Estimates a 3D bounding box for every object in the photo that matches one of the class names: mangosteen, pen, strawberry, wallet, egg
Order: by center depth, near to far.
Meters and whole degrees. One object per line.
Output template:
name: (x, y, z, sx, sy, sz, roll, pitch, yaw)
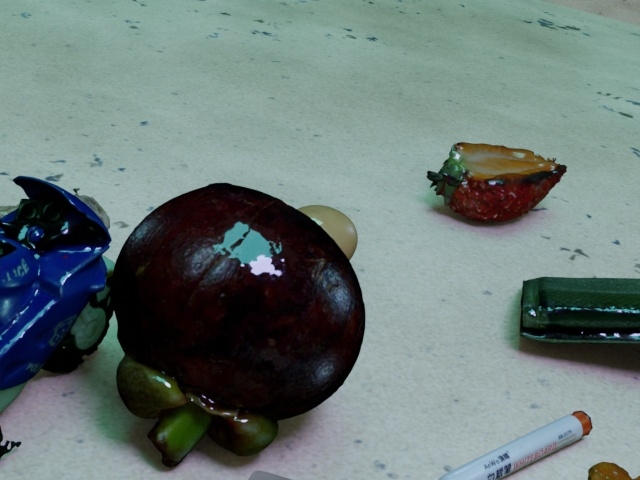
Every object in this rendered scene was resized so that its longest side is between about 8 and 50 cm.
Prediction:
mangosteen: (-0.081, 0.064, 0.854, 0.216, 0.216, 0.216, 8, 26, -4)
pen: (0.160, 0.187, 0.883, 0.218, 0.026, 0.026, -13, 35, -39)
wallet: (0.332, 0.071, 1.093, 0.236, 0.055, 0.160, 2, 14, 12)
egg: (0.000, 0.000, 1.137, 0.096, 0.080, 0.080, -1, 28, -35)
strawberry: (0.229, -0.074, 1.360, 0.140, 0.085, 0.192, 23, 28, 27)

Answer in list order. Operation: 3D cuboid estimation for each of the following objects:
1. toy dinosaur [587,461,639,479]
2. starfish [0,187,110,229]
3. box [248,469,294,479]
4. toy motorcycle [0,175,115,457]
toy dinosaur: (0.357, 0.288, 0.674, 0.208, 0.097, 0.432, 0, 33, -30)
starfish: (-0.416, 0.015, 0.900, 0.324, 0.082, 0.432, 6, 12, 35)
box: (-0.005, 0.209, 0.780, 0.115, 0.025, 0.048, 15, 22, 9)
toy motorcycle: (-0.265, 0.063, 0.783, 0.125, 0.196, 0.331, 23, 28, 23)
